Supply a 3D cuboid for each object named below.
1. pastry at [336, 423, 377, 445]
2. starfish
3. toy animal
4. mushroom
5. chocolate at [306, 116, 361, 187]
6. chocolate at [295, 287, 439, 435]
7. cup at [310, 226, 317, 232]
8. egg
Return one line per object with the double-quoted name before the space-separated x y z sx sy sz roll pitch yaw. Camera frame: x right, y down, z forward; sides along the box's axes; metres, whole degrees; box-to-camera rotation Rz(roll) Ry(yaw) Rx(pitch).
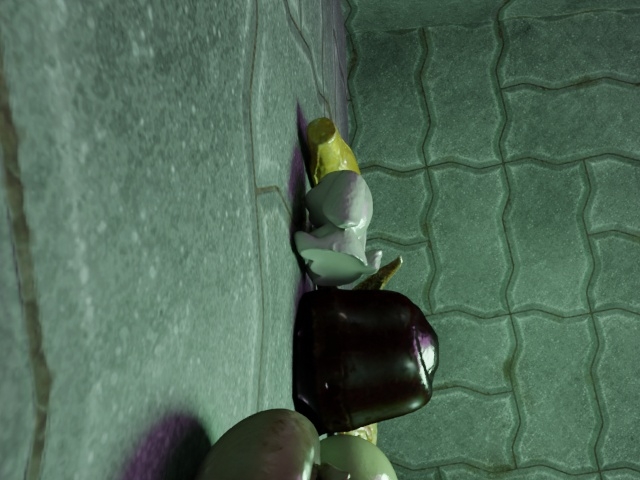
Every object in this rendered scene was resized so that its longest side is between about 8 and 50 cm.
"pastry" 0.119 0.641 1.627 0.256 0.170 0.236 -90 177 -57
"starfish" 0.113 0.206 1.369 0.132 0.384 0.398 -31 105 -63
"toy animal" 0.051 -0.045 1.136 0.271 0.206 0.265 72 22 -58
"mushroom" -0.039 0.285 0.448 0.226 0.178 0.226 7 90 -87
"chocolate" 0.037 -0.204 1.343 0.445 0.162 0.162 60 28 -65
"chocolate" 0.124 0.298 1.146 0.383 0.331 0.383 0 90 -84
"cup" 0.000 0.000 1.291 0.104 0.074 0.116 -64 180 23
"egg" 0.049 0.507 0.911 0.219 0.219 0.269 -84 170 -47
